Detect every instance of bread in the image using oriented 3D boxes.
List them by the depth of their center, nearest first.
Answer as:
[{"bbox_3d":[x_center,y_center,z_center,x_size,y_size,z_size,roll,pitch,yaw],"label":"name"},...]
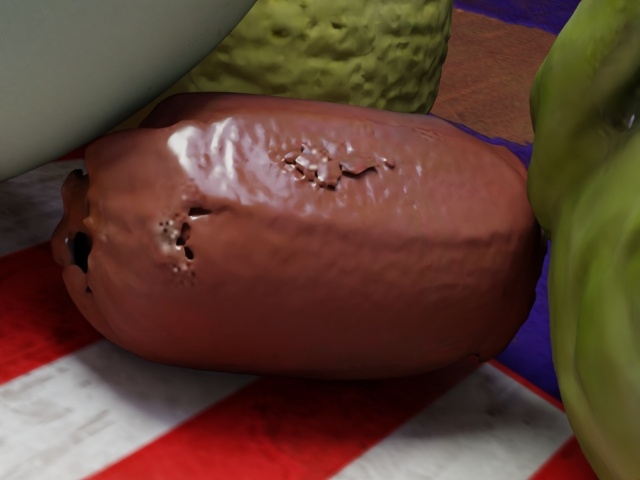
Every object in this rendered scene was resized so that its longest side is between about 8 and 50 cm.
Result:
[{"bbox_3d":[-0.060,-0.176,0.862,0.320,0.237,0.320,15,13,-4],"label":"bread"}]

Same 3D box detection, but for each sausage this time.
[{"bbox_3d":[0.000,0.000,0.667,0.279,0.152,0.152,6,31,-29],"label":"sausage"}]

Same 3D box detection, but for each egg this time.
[{"bbox_3d":[-0.181,-0.143,0.625,0.370,0.230,0.230,-16,23,15],"label":"egg"}]

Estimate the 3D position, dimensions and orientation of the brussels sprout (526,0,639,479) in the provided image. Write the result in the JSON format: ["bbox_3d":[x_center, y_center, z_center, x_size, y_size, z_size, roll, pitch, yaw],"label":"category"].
[{"bbox_3d":[0.270,0.001,0.615,0.342,0.426,0.361,-2,-8,-5],"label":"brussels sprout"}]
